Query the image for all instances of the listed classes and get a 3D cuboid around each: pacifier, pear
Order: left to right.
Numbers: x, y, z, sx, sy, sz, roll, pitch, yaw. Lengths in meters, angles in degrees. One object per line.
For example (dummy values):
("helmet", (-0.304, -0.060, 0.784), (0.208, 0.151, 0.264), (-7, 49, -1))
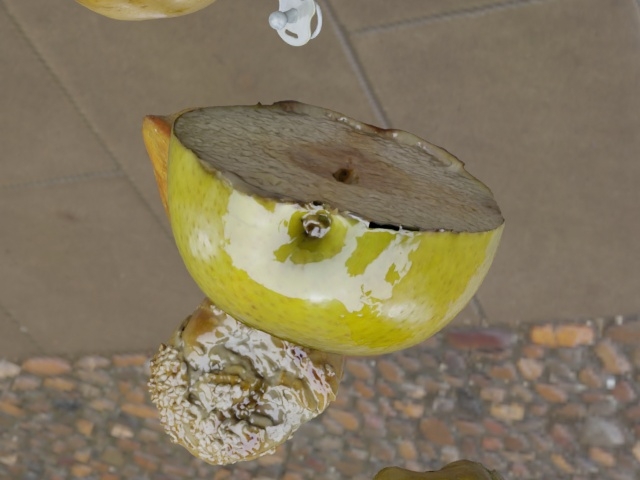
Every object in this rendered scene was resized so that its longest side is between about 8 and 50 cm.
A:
("pacifier", (-0.037, -0.282, 1.523), (0.068, 0.064, 0.083), (32, 130, 25))
("pear", (0.000, 0.000, 1.207), (0.341, 0.386, 0.191), (19, 108, 6))

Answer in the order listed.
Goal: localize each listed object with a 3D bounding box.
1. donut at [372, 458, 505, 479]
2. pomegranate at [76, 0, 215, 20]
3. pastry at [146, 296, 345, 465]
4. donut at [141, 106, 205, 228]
("donut", (0.133, 0.393, 1.247), (0.170, 0.360, 0.360), (-3, 138, 12))
("pomegranate", (-0.220, -0.400, 1.437), (0.308, 0.307, 0.307), (9, 141, 8))
("pastry", (-0.117, 0.191, 1.764), (0.311, 0.255, 0.162), (-44, 159, 7))
("donut", (-0.157, -0.064, 1.604), (0.253, 0.118, 0.253), (45, 152, 32))
